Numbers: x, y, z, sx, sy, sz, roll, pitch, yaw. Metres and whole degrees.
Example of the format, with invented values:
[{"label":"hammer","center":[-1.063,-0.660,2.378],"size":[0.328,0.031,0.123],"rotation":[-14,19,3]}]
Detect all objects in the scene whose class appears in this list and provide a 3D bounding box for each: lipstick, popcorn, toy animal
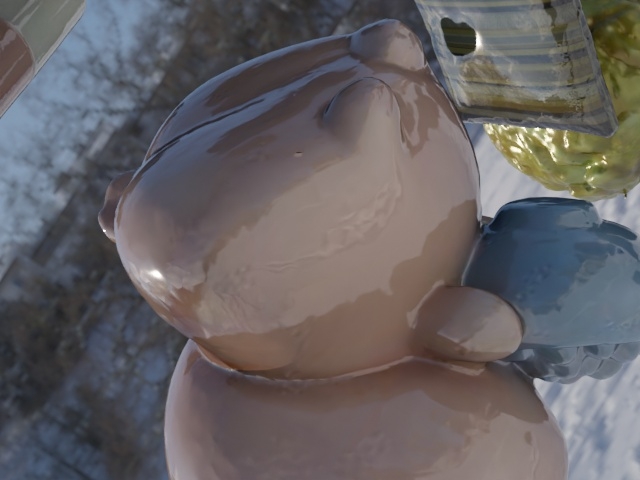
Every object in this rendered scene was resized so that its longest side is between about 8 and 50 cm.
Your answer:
[{"label":"lipstick","center":[-0.246,-0.113,0.948],"size":[0.070,0.070,0.254],"rotation":[-58,5,43]},{"label":"popcorn","center":[0.312,-0.175,1.507],"size":[0.282,0.247,0.282],"rotation":[-29,2,1]},{"label":"toy animal","center":[0.004,0.036,0.586],"size":[0.229,0.221,0.210],"rotation":[-48,12,24]}]

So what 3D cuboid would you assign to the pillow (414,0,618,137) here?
[{"label":"pillow","center":[0.174,-0.197,1.285],"size":[0.052,0.212,0.208],"rotation":[-39,30,-26]}]
